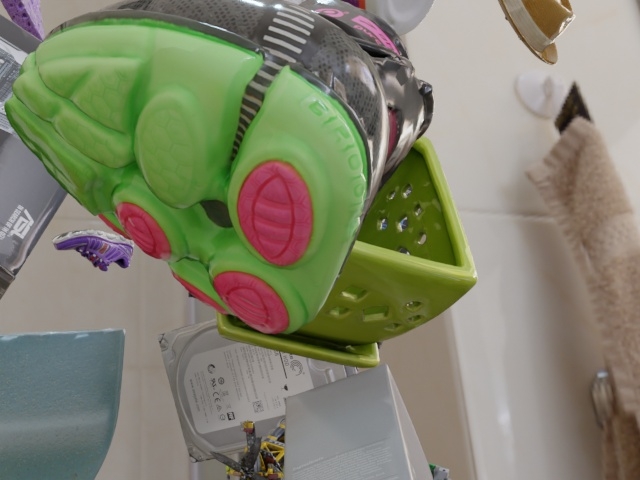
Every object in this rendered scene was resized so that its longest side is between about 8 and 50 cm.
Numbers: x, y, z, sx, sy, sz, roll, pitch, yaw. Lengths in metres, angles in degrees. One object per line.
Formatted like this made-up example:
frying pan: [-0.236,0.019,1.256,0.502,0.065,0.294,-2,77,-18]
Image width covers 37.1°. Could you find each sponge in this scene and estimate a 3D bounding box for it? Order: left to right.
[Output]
sponge: [-0.438,-0.378,1.328,0.031,0.117,0.210,-14,-31,-2]

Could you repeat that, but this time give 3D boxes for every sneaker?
sneaker: [-0.410,0.019,1.741,0.068,0.071,0.170,-9,-14,42]
sneaker: [-0.036,-0.074,0.559,0.185,0.202,0.483,39,-2,-5]

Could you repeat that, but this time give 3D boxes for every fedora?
fedora: [0.351,-0.375,1.528,0.079,0.194,0.194,-29,-36,29]

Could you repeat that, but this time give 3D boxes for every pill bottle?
pill bottle: [0.032,-0.313,1.073,0.108,0.193,0.108,-30,-41,-30]

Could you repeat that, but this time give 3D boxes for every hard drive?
hard drive: [-0.102,0.230,1.615,0.339,0.237,0.064,-17,-4,24]

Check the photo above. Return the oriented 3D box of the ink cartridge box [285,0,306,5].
ink cartridge box: [-0.061,-0.371,1.607,0.160,0.093,0.219,33,0,1]

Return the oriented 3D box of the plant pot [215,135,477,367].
plant pot: [0.000,0.000,1.021,0.227,0.228,0.207,15,-47,-25]

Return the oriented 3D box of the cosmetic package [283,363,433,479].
cosmetic package: [0.036,0.203,0.712,0.107,0.238,0.127,-20,-73,7]

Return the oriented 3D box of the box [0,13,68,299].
box: [-0.347,-0.104,0.901,0.242,0.307,0.076,34,-54,-14]

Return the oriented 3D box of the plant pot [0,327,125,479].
plant pot: [-0.454,0.270,1.504,0.247,0.252,0.248,-1,-4,-28]

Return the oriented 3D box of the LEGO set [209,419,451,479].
LEGO set: [0.007,0.376,1.181,0.331,0.255,0.192,22,21,18]

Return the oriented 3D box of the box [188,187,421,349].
box: [-0.011,-0.003,1.432,0.295,0.293,0.073,14,-39,10]
